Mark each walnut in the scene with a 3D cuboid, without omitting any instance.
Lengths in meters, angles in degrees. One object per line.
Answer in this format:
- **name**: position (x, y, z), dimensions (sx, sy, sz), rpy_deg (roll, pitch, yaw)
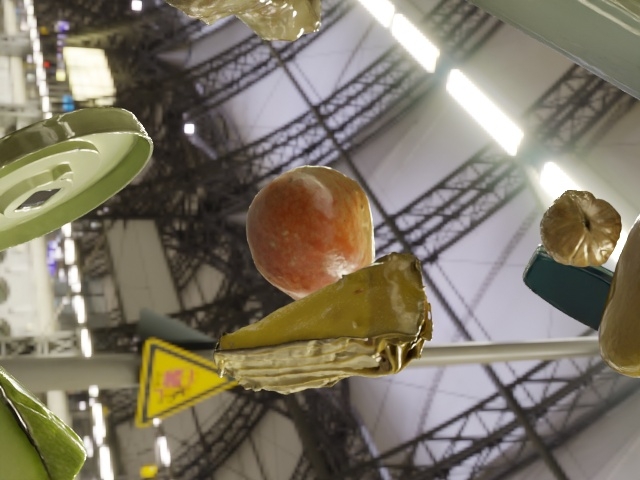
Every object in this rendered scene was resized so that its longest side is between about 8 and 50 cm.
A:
- **walnut**: position (0.330, -0.014, 1.241), dimensions (0.124, 0.105, 0.105), rpy_deg (-5, 95, -78)

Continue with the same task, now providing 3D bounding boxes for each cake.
- **cake**: position (0.010, 0.090, 0.751), dimensions (0.116, 0.185, 0.079), rpy_deg (-113, 177, -56)

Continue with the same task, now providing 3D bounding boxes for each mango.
- **mango**: position (0.471, 0.052, 1.294), dimensions (0.195, 0.142, 0.331), rpy_deg (-81, -171, -68)

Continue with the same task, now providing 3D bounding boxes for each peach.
- **peach**: position (0.000, 0.000, 1.505), dimensions (0.232, 0.233, 0.232), rpy_deg (180, -90, -70)

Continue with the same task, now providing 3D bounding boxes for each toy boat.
- **toy boat**: position (0.463, 0.106, 1.551), dimensions (0.096, 0.299, 0.062), rpy_deg (-66, 167, 16)

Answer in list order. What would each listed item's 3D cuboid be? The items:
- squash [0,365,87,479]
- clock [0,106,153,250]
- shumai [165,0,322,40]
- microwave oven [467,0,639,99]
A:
- **squash**: position (-0.432, 0.193, 1.018), dimensions (0.233, 0.309, 0.210), rpy_deg (-44, -169, 3)
- **clock**: position (-0.265, -0.046, 0.901), dimensions (0.029, 0.235, 0.235), rpy_deg (59, -27, 8)
- **shumai**: position (-0.113, -0.361, 1.192), dimensions (0.283, 0.217, 0.346), rpy_deg (84, 3, -62)
- **microwave oven**: position (0.292, -0.257, 0.814), dimensions (0.218, 0.355, 0.286), rpy_deg (-61, -177, 4)
